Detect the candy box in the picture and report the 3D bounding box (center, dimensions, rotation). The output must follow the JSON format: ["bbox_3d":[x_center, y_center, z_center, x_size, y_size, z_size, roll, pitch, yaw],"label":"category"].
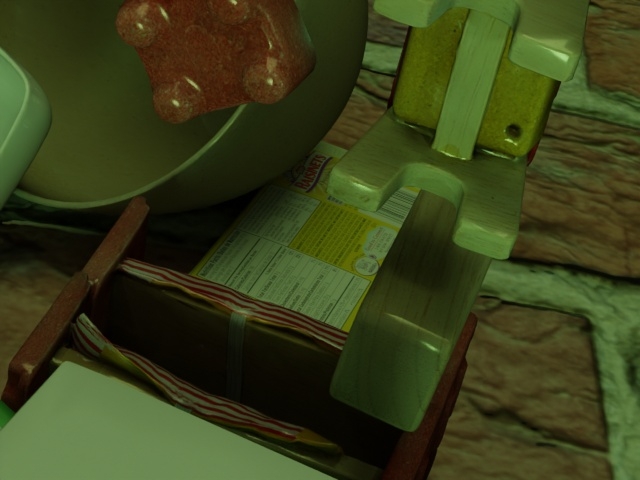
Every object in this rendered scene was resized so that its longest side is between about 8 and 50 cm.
[{"bbox_3d":[0.000,0.000,1.038,0.105,0.027,0.206,19,34,12],"label":"candy box"}]

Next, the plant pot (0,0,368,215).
[{"bbox_3d":[-0.079,-0.141,1.037,0.284,0.284,0.191,39,11,32],"label":"plant pot"}]

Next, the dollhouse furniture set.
[{"bbox_3d":[-0.016,-0.003,0.735,0.201,0.374,0.152,21,39,7],"label":"dollhouse furniture set"}]

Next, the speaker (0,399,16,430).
[{"bbox_3d":[-0.063,0.164,0.692,0.296,0.131,0.131,19,34,8],"label":"speaker"}]

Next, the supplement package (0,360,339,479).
[{"bbox_3d":[-0.076,0.190,0.545,0.133,0.244,0.139,22,34,12],"label":"supplement package"}]

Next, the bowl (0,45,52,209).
[{"bbox_3d":[-0.228,-0.060,0.963,0.142,0.142,0.053,37,6,32],"label":"bowl"}]
